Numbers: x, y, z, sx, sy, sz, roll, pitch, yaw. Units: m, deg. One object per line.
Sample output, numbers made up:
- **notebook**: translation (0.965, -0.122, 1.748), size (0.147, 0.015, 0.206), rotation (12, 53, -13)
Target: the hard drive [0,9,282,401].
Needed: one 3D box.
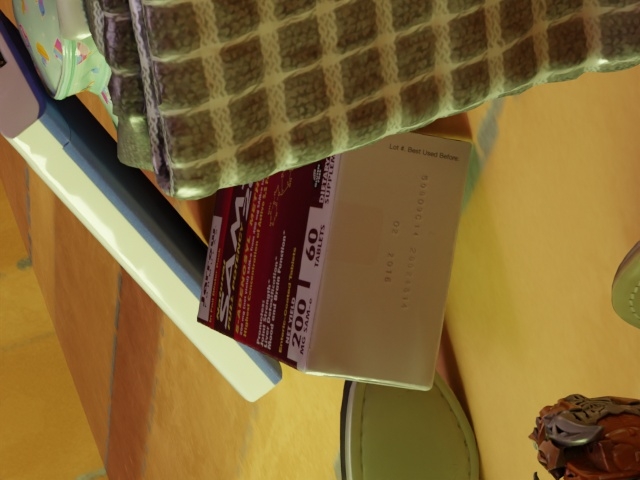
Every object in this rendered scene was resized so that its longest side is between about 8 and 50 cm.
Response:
- **hard drive**: translation (-0.156, -0.033, 1.480), size (0.319, 0.040, 0.210), rotation (51, -178, -39)

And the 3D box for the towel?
- **towel**: translation (0.031, -0.158, 0.542), size (0.121, 0.235, 0.284), rotation (45, 150, 49)

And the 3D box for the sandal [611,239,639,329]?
- **sandal**: translation (0.162, -0.038, 0.556), size (0.240, 0.088, 0.079), rotation (132, 151, -65)

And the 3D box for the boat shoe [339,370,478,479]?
- **boat shoe**: translation (0.052, 0.163, 1.124), size (0.068, 0.081, 0.228), rotation (26, 134, 65)

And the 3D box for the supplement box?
- **supplement box**: translation (0.000, 0.000, 1.063), size (0.239, 0.073, 0.130), rotation (-169, 88, -74)

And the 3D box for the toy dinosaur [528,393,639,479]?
- **toy dinosaur**: translation (0.147, 0.197, 0.716), size (0.322, 0.164, 0.218), rotation (-91, 11, -58)

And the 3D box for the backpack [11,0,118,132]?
- **backpack**: translation (-0.129, -0.163, 1.308), size (0.188, 0.144, 0.166), rotation (61, 158, 12)
